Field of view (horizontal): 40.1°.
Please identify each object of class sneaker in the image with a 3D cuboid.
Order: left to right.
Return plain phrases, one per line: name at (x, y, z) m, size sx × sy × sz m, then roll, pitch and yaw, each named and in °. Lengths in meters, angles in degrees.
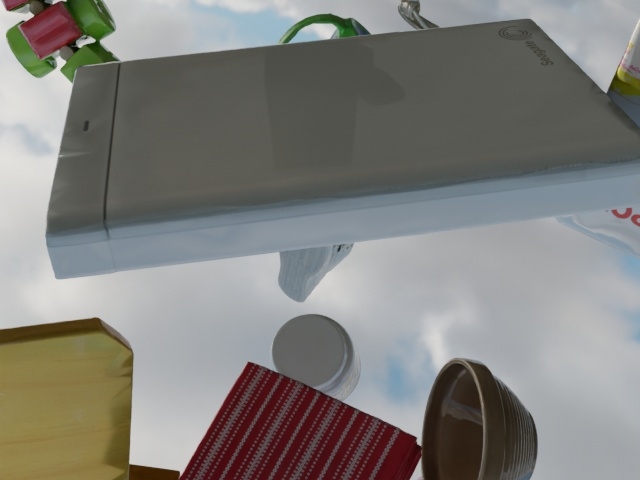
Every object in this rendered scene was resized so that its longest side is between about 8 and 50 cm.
sneaker at (0.000, 0.000, 1.829) m, size 0.108 × 0.292 × 0.169 m, roll 39°, pitch -118°, yaw 9°

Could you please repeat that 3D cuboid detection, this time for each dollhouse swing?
dollhouse swing at (-0.438, 0.177, 1.078) m, size 0.305 × 0.346 × 0.315 m, roll -16°, pitch -142°, yaw -36°

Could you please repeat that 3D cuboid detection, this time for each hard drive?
hard drive at (0.008, -0.077, 0.595) m, size 0.353 × 0.047 × 0.233 m, roll -7°, pitch -145°, yaw -5°

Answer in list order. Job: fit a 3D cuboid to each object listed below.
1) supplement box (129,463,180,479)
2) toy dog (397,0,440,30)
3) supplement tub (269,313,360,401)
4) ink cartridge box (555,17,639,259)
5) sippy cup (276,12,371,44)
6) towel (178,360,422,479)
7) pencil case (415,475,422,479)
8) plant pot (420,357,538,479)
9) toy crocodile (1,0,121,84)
supplement box at (-0.367, 0.471, 1.488) m, size 0.191 × 0.194 × 0.129 m, roll 19°, pitch -130°, yaw -34°
toy dog at (0.121, -0.525, 1.552) m, size 0.334 × 0.161 × 0.220 m, roll 42°, pitch -175°, yaw 29°
supplement tub at (-0.008, 0.208, 1.518) m, size 0.144 × 0.144 × 0.199 m, roll 31°, pitch 170°, yaw 15°
ink cartridge box at (0.316, -0.100, 0.606) m, size 0.201 × 0.278 × 0.117 m, roll 29°, pitch -157°, yaw 24°
sippy cup at (0.045, -0.266, 1.683) m, size 0.305 × 0.224 × 0.240 m, roll 56°, pitch -163°, yaw 11°
towel at (-0.028, 0.290, 1.130) m, size 0.275 × 0.199 × 0.031 m, roll 21°, pitch 159°, yaw 26°
pencil case at (0.105, 0.497, 1.385) m, size 0.160 × 0.386 × 0.167 m, roll 55°, pitch -179°, yaw 4°
plant pot at (0.232, 0.290, 1.245) m, size 0.110 × 0.237 × 0.237 m, roll 9°, pitch -150°, yaw -12°
toy crocodile at (-0.333, -0.300, 0.990) m, size 0.340 × 0.115 × 0.105 m, roll 60°, pitch -173°, yaw -8°
